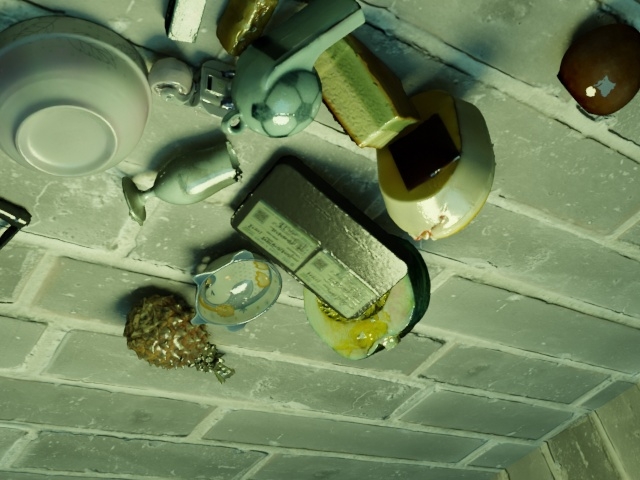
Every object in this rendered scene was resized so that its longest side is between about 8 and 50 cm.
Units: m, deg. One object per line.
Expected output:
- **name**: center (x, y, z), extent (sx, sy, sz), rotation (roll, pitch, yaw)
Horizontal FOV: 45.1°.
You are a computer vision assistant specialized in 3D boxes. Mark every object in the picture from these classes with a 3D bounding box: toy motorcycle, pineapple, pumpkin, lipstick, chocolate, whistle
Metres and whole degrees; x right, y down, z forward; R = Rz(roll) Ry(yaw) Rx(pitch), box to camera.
- **toy motorcycle**: center (-0.185, -0.250, 1.354), extent (0.254, 0.112, 0.112), rotation (12, 134, -32)
- **pineapple**: center (-0.327, 0.246, 1.864), extent (0.175, 0.175, 0.361), rotation (-24, 154, 10)
- **pumpkin**: center (0.129, 0.117, 1.771), extent (0.293, 0.263, 0.197), rotation (-38, 167, 33)
- **lipstick**: center (-0.177, -0.441, 1.149), extent (0.051, 0.051, 0.312), rotation (5, 136, -22)
- **chocolate**: center (0.542, -0.324, 1.455), extent (0.177, 0.176, 0.176), rotation (-10, 141, -8)
- **whistle**: center (-0.045, -0.266, 1.276), extent (0.290, 0.163, 0.163), rotation (-38, 143, -11)

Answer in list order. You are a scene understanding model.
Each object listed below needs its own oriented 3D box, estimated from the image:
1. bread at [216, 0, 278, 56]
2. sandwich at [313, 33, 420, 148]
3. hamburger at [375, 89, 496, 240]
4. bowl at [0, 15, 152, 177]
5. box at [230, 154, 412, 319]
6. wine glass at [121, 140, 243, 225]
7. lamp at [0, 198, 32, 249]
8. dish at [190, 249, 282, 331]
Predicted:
- **bread**: center (-0.121, -0.362, 1.246), extent (0.053, 0.074, 0.132), rotation (3, 141, -40)
- **sandwich**: center (0.070, -0.279, 1.392), extent (0.108, 0.220, 0.186), rotation (-37, 174, 20)
- **hamburger**: center (0.216, -0.144, 1.448), extent (0.227, 0.295, 0.151), rotation (-25, 133, 31)
- **bowl**: center (-0.418, -0.208, 1.275), extent (0.287, 0.143, 0.287), rotation (-10, 142, -8)
- **box**: center (0.000, 0.000, 1.602), extent (0.350, 0.058, 0.211), rotation (40, 122, -9)
- **wine glass**: center (-0.263, -0.113, 1.475), extent (0.222, 0.103, 0.103), rotation (-21, 141, 6)
- **lamp**: center (-0.726, 0.107, 1.446), extent (0.374, 0.272, 0.205), rotation (-34, 140, 21)
- **dish**: center (-0.206, 0.092, 1.746), extent (0.228, 0.086, 0.236), rotation (13, 122, -35)
